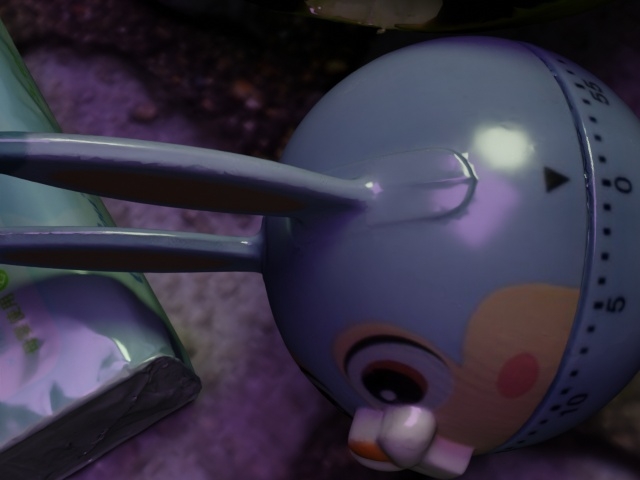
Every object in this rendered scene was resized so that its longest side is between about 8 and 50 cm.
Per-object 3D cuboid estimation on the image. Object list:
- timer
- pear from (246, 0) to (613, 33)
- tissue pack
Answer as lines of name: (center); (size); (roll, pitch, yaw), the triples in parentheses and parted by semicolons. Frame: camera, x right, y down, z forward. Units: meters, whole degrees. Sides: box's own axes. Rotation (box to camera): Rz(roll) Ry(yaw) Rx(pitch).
timer: (0.014, 0.016, 0.420); (0.255, 0.175, 0.175); (-20, 65, -28)
pear: (0.085, -0.251, 0.505); (0.398, 0.165, 0.399); (-10, 71, 31)
tissue pack: (-0.191, -0.004, 0.512); (0.177, 0.089, 0.263); (-30, 67, -5)
